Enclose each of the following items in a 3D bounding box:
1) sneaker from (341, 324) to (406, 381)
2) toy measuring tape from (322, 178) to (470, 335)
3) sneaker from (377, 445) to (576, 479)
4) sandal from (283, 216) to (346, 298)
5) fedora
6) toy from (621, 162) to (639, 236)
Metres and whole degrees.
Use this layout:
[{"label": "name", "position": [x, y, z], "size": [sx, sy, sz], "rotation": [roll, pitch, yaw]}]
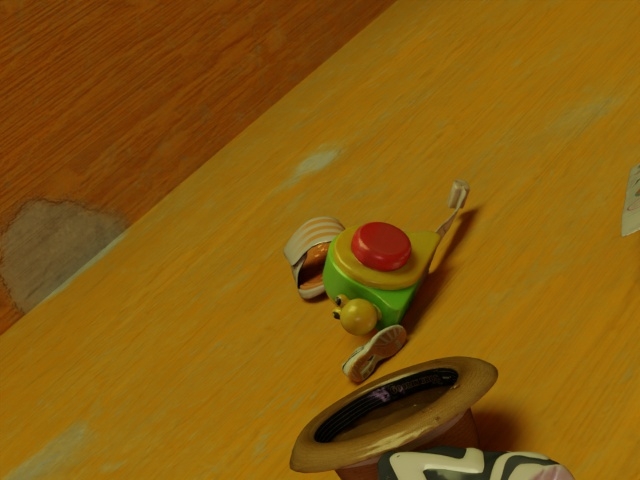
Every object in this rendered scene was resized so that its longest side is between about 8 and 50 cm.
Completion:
[{"label": "sneaker", "position": [0.056, 0.120, 1.232], "size": [0.083, 0.032, 0.037], "rotation": [-37, 17, -15]}, {"label": "toy measuring tape", "position": [0.084, 0.003, 1.350], "size": [0.121, 0.121, 0.330], "rotation": [-21, 21, 36]}, {"label": "sneaker", "position": [0.063, 0.225, 0.814], "size": [0.235, 0.094, 0.153], "rotation": [-38, 15, -16]}, {"label": "sandal", "position": [-0.009, 0.006, 1.600], "size": [0.102, 0.076, 0.265], "rotation": [-33, 16, 4]}, {"label": "fedora", "position": [0.071, 0.170, 0.957], "size": [0.194, 0.079, 0.194], "rotation": [-24, 8, 4]}, {"label": "toy", "position": [0.371, -0.056, 1.099], "size": [0.137, 0.056, 0.237], "rotation": [-30, 11, 24]}]
